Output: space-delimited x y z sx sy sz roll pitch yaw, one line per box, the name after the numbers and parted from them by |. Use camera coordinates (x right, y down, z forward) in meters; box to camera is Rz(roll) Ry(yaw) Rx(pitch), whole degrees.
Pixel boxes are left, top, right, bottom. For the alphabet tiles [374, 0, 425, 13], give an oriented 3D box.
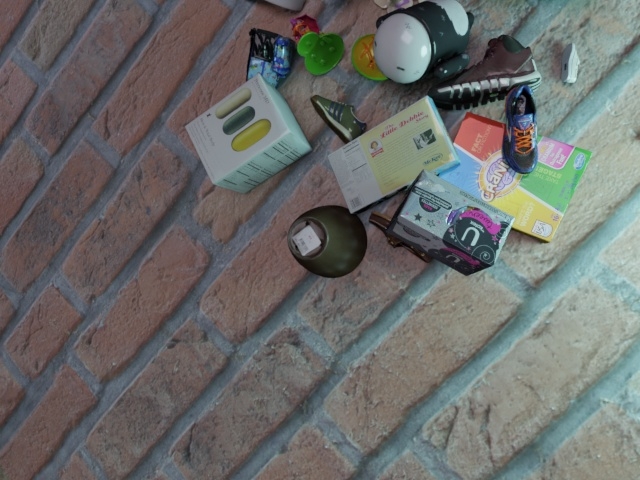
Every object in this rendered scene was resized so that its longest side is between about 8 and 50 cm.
0.257 -0.784 1.245 0.284 0.021 0.278 46 100 14 | alphabet tiles

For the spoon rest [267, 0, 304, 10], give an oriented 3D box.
-0.179 -0.785 1.333 0.276 0.084 0.137 35 137 13 | spoon rest

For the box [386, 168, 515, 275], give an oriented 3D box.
0.312 -0.037 1.084 0.247 0.163 0.142 28 77 3 | box

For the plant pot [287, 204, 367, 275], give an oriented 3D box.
0.000 0.000 1.184 0.215 0.230 0.216 0 88 17 | plant pot

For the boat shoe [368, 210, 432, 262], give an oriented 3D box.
0.219 -0.010 1.199 0.206 0.073 0.073 28 90 16 | boat shoe

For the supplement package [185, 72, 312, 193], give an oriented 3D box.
-0.203 -0.298 1.273 0.262 0.198 0.200 -30 79 14 | supplement package

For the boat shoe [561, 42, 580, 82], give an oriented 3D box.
0.640 -0.450 1.112 0.035 0.035 0.100 7 86 -10 | boat shoe

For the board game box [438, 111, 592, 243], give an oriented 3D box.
0.479 -0.164 1.131 0.316 0.064 0.243 24 95 16 | board game box

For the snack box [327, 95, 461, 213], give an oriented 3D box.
0.190 -0.222 1.186 0.321 0.060 0.187 -26 79 28 | snack box

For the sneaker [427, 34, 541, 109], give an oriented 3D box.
0.419 -0.447 1.153 0.281 0.106 0.163 -5 77 10 | sneaker

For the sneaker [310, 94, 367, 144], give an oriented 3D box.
0.058 -0.368 1.274 0.086 0.064 0.192 -36 70 -6 | sneaker

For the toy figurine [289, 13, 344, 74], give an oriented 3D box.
-0.039 -0.591 1.268 0.130 0.173 0.159 -47 62 28 | toy figurine

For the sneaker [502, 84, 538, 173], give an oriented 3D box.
0.482 -0.270 1.054 0.083 0.087 0.222 -6 86 17 | sneaker

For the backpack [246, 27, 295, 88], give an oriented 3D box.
-0.153 -0.518 1.294 0.116 0.158 0.174 16 108 3 | backpack

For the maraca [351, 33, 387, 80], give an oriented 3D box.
0.177 -0.508 1.223 0.185 0.099 0.127 8 93 -7 | maraca

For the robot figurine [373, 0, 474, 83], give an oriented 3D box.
0.264 -0.513 1.122 0.278 0.209 0.174 -33 119 -23 | robot figurine
